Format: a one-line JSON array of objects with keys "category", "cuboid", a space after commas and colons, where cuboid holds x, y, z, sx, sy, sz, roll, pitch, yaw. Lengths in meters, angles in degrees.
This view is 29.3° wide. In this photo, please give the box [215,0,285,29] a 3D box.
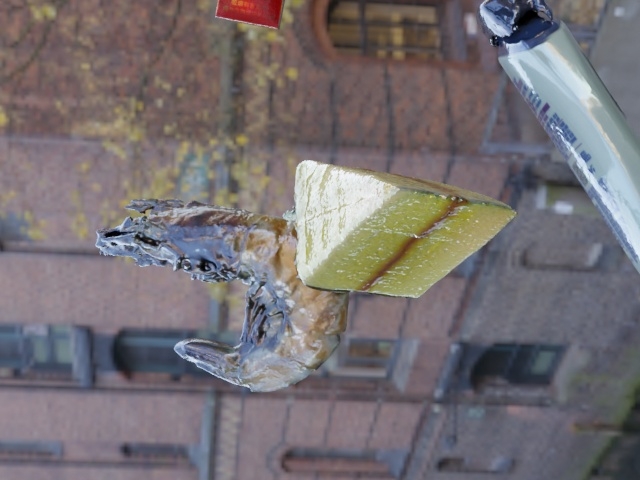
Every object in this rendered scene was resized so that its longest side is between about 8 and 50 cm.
[{"category": "box", "cuboid": [-0.106, -0.450, 2.054, 0.048, 0.112, 0.175, -73, -7, -82]}]

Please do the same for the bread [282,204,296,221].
[{"category": "bread", "cuboid": [0.001, -0.002, 1.964, 0.128, 0.140, 0.069, -17, 52, 64]}]

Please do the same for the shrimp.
[{"category": "shrimp", "cuboid": [-0.136, 0.070, 1.574, 0.071, 0.365, 0.233, -8, -74, -70]}]

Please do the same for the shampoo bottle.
[{"category": "shampoo bottle", "cuboid": [0.289, -0.118, 1.300, 0.359, 0.078, 0.134, 59, -178, 10]}]

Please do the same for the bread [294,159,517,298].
[{"category": "bread", "cuboid": [0.092, -0.055, 1.371, 0.264, 0.167, 0.163, 135, 139, -55]}]
